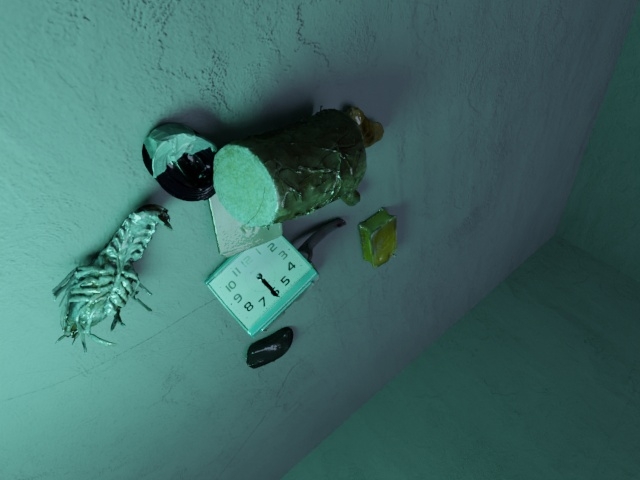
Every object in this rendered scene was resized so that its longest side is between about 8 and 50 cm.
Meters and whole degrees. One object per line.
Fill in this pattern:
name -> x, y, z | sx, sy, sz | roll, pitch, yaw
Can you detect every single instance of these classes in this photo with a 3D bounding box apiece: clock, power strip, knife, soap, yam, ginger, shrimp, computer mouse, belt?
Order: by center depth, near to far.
belt -> -0.302, -0.174, 0.929 | 0.151, 0.078, 0.198 | -48, 146, -1
shrimp -> -0.476, 0.091, 0.950 | 0.221, 0.166, 0.410 | 26, 91, -50
yam -> -0.062, -0.176, 0.992 | 0.348, 0.241, 0.240 | -30, 141, -39
power strip -> -0.206, -0.081, 1.124 | 0.198, 0.064, 0.213 | -21, 122, -29
ginger -> 0.125, -0.328, 1.220 | 0.095, 0.069, 0.190 | -50, 145, 13
clock -> -0.165, 0.118, 1.223 | 0.262, 0.231, 0.116 | -44, 164, -6
yam -> 0.047, -0.178, 1.289 | 0.061, 0.061, 0.253 | -51, 143, 5
knife -> -0.001, -0.002, 1.360 | 0.278, 0.123, 0.053 | -43, 121, -35
computer mouse -> -0.186, 0.419, 1.596 | 0.217, 0.073, 0.122 | -23, 138, -27
soap -> 0.230, -0.004, 1.618 | 0.135, 0.076, 0.233 | -35, 141, -17

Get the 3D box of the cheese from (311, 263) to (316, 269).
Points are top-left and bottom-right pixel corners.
cheese -> -0.103, 0.126, 1.379 | 0.137, 0.064, 0.227 | -49, 157, 25
